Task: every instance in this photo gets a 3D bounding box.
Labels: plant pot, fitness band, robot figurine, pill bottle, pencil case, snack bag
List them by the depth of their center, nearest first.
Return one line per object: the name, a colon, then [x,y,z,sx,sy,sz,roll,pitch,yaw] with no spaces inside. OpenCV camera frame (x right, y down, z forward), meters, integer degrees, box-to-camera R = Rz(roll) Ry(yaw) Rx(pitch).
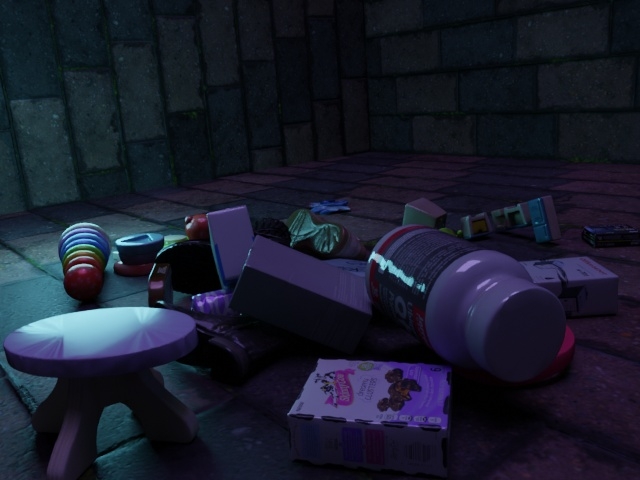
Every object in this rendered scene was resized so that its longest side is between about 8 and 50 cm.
pill bottle: [0.208,0.087,0.896,0.176,0.176,0.318,-9,15,-19]
fitness band: [0.297,0.165,1.011,0.209,0.054,0.291,-10,14,-10]
pencil case: [-0.161,0.135,1.188,0.206,0.086,0.088,-12,51,-21]
snack bag: [0.102,0.080,1.295,0.323,0.037,0.342,6,5,31]
robot figurine: [0.331,0.005,1.574,0.101,0.067,0.115,-14,12,10]
plant pot: [0.313,-0.054,1.758,0.096,0.109,0.109,22,27,33]

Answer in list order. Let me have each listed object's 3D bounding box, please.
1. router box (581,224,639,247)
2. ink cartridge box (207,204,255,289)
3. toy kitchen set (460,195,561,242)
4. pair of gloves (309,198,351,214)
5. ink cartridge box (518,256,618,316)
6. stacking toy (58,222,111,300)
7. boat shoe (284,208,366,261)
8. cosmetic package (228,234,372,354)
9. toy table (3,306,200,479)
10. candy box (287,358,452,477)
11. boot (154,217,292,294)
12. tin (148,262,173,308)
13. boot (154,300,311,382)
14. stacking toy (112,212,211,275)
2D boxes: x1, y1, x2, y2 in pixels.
router box: [0.772,-0.013,1.575,0.122,0.038,0.092,-3,15,4]
ink cartridge box: [-0.182,0.034,1.260,0.086,0.148,0.203,-13,-16,-12]
toy kitchen set: [0.523,-0.034,1.651,0.166,0.122,0.207,-11,-4,-24]
pair of gloves: [0.034,-0.128,2.274,0.159,0.023,0.198,-3,15,-4]
ink cartridge box: [0.462,0.093,1.172,0.190,0.082,0.139,-6,14,0]
stacking toy: [-0.609,0.068,1.531,0.141,0.141,0.330,-9,22,-18]
boat shoe: [0.000,0.000,1.647,0.110,0.122,0.341,31,-2,-31]
cosmetic package: [-0.031,0.094,1.054,0.238,0.107,0.127,21,26,-3]
toy table: [-0.295,0.198,0.823,0.274,0.161,0.252,2,16,26]
candy box: [0.073,0.226,0.785,0.196,0.070,0.165,0,15,14]
boot: [-0.234,0.032,1.511,0.348,0.131,0.260,-2,16,-10]
tin: [-0.343,0.114,1.279,0.040,0.106,0.190,1,14,-9]
boot: [-0.147,0.157,1.083,0.263,0.091,0.229,24,27,31]
stacking toy: [-0.462,-0.008,1.731,0.309,0.130,0.279,-13,17,-31]
